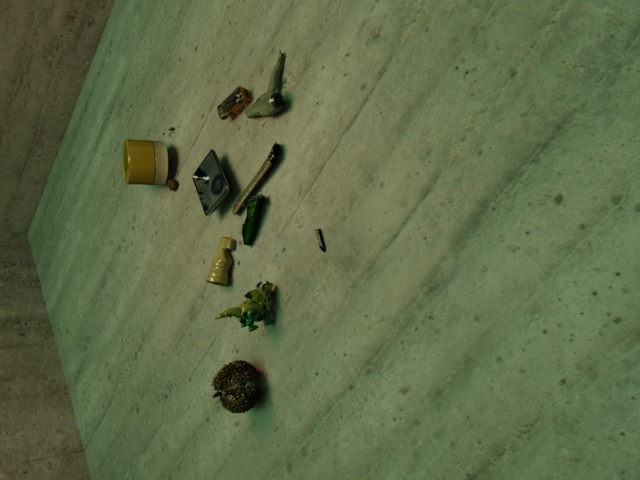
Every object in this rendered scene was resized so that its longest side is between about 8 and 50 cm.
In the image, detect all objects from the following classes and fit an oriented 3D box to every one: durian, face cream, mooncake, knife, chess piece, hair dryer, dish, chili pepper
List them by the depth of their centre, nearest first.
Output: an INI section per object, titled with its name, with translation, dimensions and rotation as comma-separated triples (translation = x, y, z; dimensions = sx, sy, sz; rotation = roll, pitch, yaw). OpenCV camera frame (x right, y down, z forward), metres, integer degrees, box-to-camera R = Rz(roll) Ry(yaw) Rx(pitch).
[durian]
translation = -0.305, 0.528, 1.668
dimensions = 0.167, 0.196, 0.196
rotation = -43, 57, 36
[chili pepper]
translation = -0.270, -0.085, 1.820
dimensions = 0.108, 0.062, 0.216
rotation = -125, 50, -72
[knife]
translation = -0.254, -0.234, 1.843
dimensions = 0.365, 0.043, 0.089
rotation = -51, 19, 28
[hair dryer]
translation = -0.220, -0.591, 1.858
dimensions = 0.229, 0.092, 0.267
rotation = -25, 54, 44
[chess piece]
translation = -0.403, 0.082, 1.910
dimensions = 0.090, 0.090, 0.200
rotation = -2, 71, 42
[dish]
translation = -0.446, -0.241, 1.990
dimensions = 0.182, 0.080, 0.243
rotation = -45, 55, 28
[face cream]
translation = -0.861, -0.381, 2.284
dimensions = 0.218, 0.179, 0.218
rotation = 7, 98, 60
[mooncake]
translation = -0.753, -0.413, 2.317
dimensions = 0.150, 0.057, 0.347
rotation = -2, 82, 39

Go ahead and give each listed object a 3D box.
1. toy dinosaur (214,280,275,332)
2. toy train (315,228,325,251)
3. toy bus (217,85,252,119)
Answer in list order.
[toy dinosaur]
translation = -0.258, 0.252, 1.649
dimensions = 0.094, 0.259, 0.153
rotation = 9, 117, 45
[toy train]
translation = 0.000, 0.000, 1.585
dimensions = 0.017, 0.017, 0.083
rotation = -32, 64, 36
[toy bus]
translation = -0.366, -0.575, 1.972
dimensions = 0.162, 0.074, 0.069
rotation = -31, 71, 33
